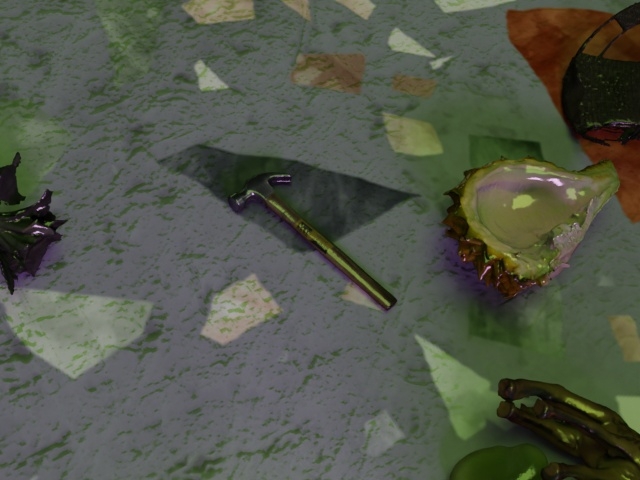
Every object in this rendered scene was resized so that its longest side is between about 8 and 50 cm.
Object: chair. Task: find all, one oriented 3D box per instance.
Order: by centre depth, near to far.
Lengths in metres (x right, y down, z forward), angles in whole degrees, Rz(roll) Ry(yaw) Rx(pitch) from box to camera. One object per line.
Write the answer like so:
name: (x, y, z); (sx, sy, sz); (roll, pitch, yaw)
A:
chair: (0.361, -0.165, 1.092); (0.213, 0.149, 0.174); (7, 59, 0)

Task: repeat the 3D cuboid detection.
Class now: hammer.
hammer: (0.000, 0.000, 1.006); (0.182, 0.017, 0.062); (40, 61, 14)

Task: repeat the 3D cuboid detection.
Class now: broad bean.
broad bean: (0.147, 0.198, 0.891); (0.083, 0.045, 0.063); (-18, 61, -10)

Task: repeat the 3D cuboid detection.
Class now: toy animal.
toy animal: (0.260, 0.195, 0.878); (0.275, 0.149, 0.054); (33, 103, -3)

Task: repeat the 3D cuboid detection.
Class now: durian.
durian: (0.202, -0.018, 1.017); (0.224, 0.078, 0.140); (-27, 53, -34)

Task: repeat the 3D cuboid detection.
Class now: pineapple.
pineapple: (-0.341, -0.045, 0.930); (0.251, 0.125, 0.125); (24, 58, -1)
